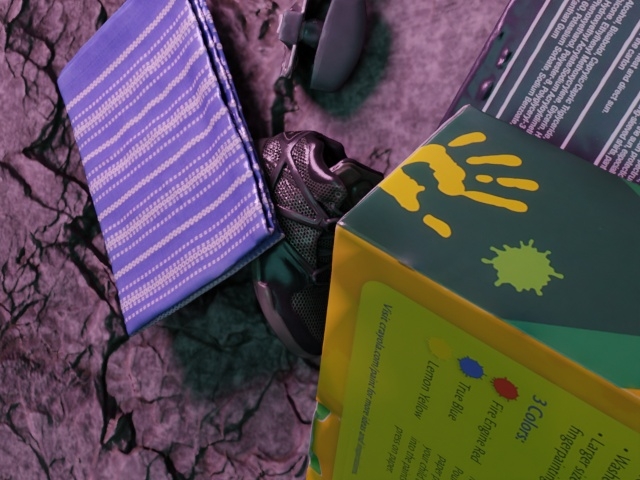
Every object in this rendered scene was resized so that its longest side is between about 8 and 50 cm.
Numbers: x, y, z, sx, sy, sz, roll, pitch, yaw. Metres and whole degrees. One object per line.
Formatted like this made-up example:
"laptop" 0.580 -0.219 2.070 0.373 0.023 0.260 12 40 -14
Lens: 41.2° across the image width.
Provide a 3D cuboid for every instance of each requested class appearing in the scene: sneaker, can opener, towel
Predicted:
"sneaker" 0.000 0.000 0.832 0.130 0.087 0.227 -11 83 33
"can opener" 0.019 -0.288 0.825 0.095 0.076 0.283 15 101 -7
"towel" -0.176 -0.099 0.896 0.243 0.040 0.336 -33 68 33

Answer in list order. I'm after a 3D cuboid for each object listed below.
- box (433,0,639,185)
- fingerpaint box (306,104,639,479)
"box" 0.285 -0.101 0.626 0.294 0.183 0.296 36 110 21
"fingerpaint box" 0.183 0.185 0.596 0.371 0.163 0.445 30 141 23
